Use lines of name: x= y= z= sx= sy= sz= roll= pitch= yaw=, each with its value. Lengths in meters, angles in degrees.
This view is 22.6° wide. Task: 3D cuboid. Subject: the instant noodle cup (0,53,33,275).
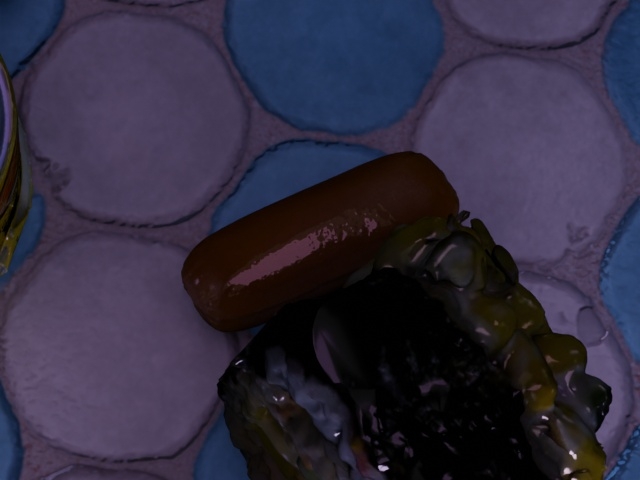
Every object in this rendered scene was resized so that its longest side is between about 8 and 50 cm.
instant noodle cup: x=-0.399 y=-0.084 z=1.395 sx=0.325 sy=0.254 sz=0.326 roll=3 pitch=79 yaw=-16

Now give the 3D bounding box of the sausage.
sausage: x=0.000 y=0.001 z=1.523 sx=0.274 sy=0.105 sz=0.105 roll=-25 pitch=80 yaw=-12

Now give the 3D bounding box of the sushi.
sushi: x=0.100 y=0.153 z=1.388 sx=0.285 sy=0.328 sz=0.329 roll=-31 pitch=79 yaw=-23
